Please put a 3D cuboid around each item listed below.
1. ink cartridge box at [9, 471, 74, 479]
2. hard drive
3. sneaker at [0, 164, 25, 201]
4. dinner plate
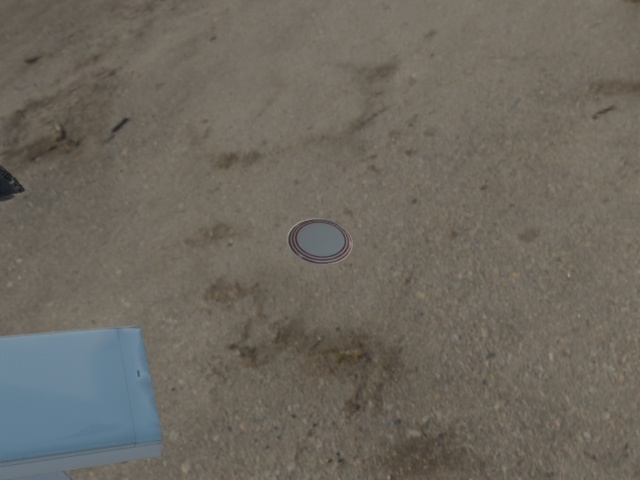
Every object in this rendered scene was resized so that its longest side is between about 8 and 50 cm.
[{"bbox_3d":[-0.740,0.733,1.680,0.131,0.226,0.306,13,94,43],"label":"ink cartridge box"},{"bbox_3d":[-0.348,0.180,0.773,0.307,0.040,0.203,-2,32,-21],"label":"hard drive"},{"bbox_3d":[-0.602,-0.095,1.151,0.283,0.110,0.122,20,65,41],"label":"sneaker"},{"bbox_3d":[0.000,0.000,1.464,0.141,0.141,0.017,-8,44,17],"label":"dinner plate"}]
